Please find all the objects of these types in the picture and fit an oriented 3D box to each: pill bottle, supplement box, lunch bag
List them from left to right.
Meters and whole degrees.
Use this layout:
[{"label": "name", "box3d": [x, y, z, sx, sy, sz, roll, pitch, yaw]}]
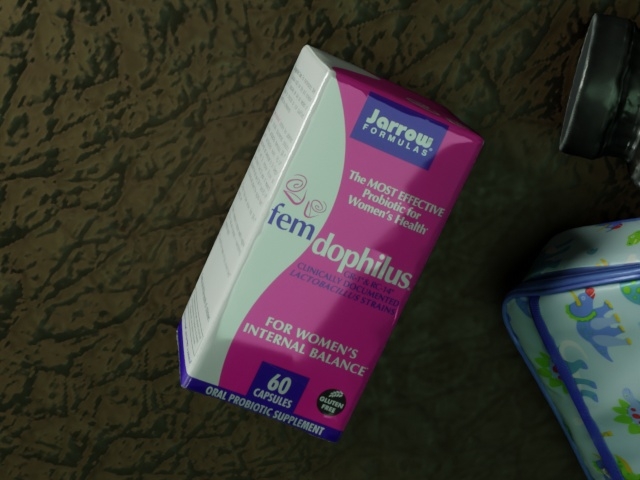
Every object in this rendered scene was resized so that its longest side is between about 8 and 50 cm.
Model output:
[{"label": "supplement box", "box3d": [0.000, 0.000, 0.810, 0.111, 0.114, 0.220, 22, 101, -14]}, {"label": "lunch bag", "box3d": [0.234, 0.093, 0.848, 0.090, 0.176, 0.219, -46, 116, -39]}, {"label": "pill bottle", "box3d": [0.272, -0.077, 0.801, 0.219, 0.123, 0.123, 15, 106, 7]}]
